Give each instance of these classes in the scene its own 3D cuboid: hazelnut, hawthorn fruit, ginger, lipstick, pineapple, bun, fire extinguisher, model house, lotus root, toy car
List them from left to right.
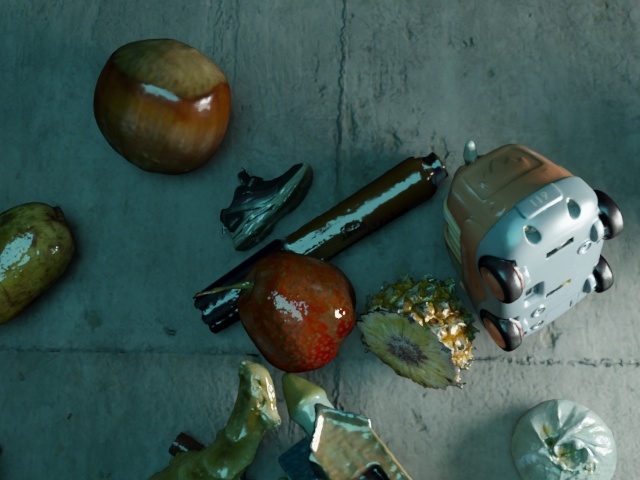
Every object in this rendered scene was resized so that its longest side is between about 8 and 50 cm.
[{"bbox_3d":[-0.490,0.045,1.331,0.260,0.128,0.145,-36,63,-3],"label":"lotus root"},{"bbox_3d":[-0.239,-0.198,1.310,0.214,0.176,0.214,7,105,28],"label":"hazelnut"},{"bbox_3d":[-0.159,0.330,1.273,0.132,0.039,0.056,30,119,12],"label":"fire extinguisher"},{"bbox_3d":[-0.147,0.294,1.205,0.131,0.086,0.295,38,102,38],"label":"ginger"},{"bbox_3d":[-0.053,0.082,1.191,0.203,0.162,0.163,36,88,-15],"label":"hawthorn fruit"},{"bbox_3d":[0.000,0.000,1.283,0.418,0.077,0.077,-33,77,2],"label":"lipstick"},{"bbox_3d":[0.006,0.323,1.146,0.194,0.267,0.325,-32,64,-10],"label":"model house"},{"bbox_3d":[0.149,0.104,1.218,0.176,0.161,0.137,10,48,41],"label":"pineapple"},{"bbox_3d":[0.257,-0.004,1.162,0.180,0.271,0.212,-31,54,-9],"label":"toy car"},{"bbox_3d":[0.327,0.283,1.177,0.140,0.083,0.141,-2,81,12],"label":"bun"}]

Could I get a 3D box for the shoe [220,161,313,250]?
[{"bbox_3d":[-0.092,-0.070,1.316,0.169,0.071,0.099,-45,74,3],"label":"shoe"}]
